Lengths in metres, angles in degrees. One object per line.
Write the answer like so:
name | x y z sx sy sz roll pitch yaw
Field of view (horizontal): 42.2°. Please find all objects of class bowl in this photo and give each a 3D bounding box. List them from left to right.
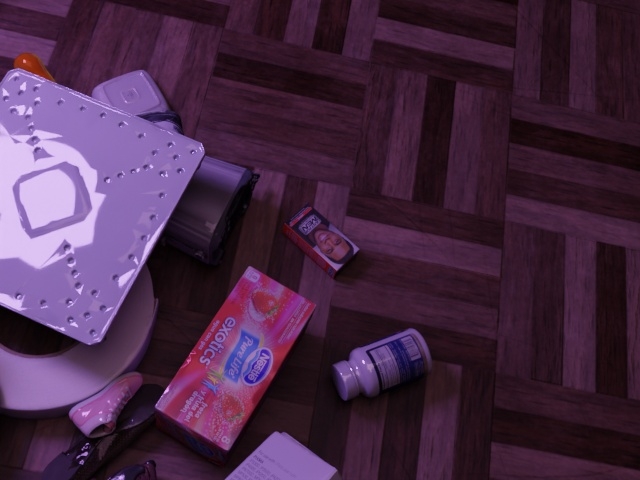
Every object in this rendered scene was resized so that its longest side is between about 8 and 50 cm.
bowl | -0.385 -0.282 1.690 0.142 0.053 0.142 -25 73 -19

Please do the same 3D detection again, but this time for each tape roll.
tape roll | -0.488 0.120 1.468 0.392 0.072 0.392 4 63 -9

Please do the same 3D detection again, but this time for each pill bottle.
pill bottle | 0.109 0.229 1.506 0.169 0.094 0.094 -18 69 -17

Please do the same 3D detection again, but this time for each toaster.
toaster | -0.222 -0.073 1.576 0.146 0.129 0.227 21 62 3

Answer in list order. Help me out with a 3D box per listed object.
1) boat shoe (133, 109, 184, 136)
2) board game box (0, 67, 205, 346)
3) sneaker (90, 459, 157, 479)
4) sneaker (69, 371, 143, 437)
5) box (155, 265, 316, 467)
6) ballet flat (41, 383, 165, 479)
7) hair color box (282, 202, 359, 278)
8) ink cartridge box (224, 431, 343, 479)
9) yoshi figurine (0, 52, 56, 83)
boat shoe | -0.415 -0.185 1.598 0.306 0.113 0.105 -18 43 4
board game box | -0.449 -0.063 1.405 0.390 0.050 0.390 23 70 7
sneaker | -0.256 0.441 1.337 0.281 0.106 0.162 12 60 -3
sneaker | -0.344 0.279 1.382 0.134 0.051 0.070 -32 52 -23
box | -0.146 0.219 1.435 0.142 0.154 0.300 30 62 5
ballet flat | -0.358 0.339 1.399 0.084 0.058 0.250 24 53 33
hair color box | 0.000 0.000 1.625 0.141 0.043 0.072 42 64 10
ink cartridge box | -0.099 0.518 1.214 0.385 0.279 0.160 -42 34 -24
yoshi figurine | -0.682 -0.224 1.532 0.203 0.203 0.362 21 51 39
